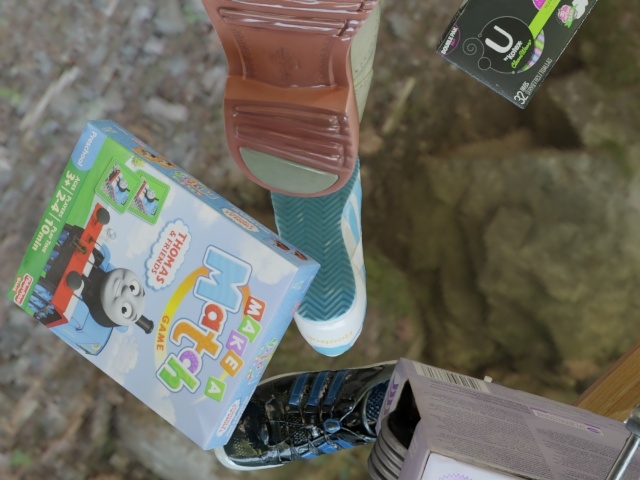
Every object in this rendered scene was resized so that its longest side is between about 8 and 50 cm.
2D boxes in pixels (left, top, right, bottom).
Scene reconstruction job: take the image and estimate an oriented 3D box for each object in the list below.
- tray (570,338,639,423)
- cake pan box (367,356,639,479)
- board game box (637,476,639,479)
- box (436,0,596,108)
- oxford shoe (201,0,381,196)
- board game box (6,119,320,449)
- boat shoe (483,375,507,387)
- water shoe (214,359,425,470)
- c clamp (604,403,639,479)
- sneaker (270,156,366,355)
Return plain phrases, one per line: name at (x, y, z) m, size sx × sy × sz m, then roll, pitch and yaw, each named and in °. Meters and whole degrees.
tray at (0.394, 0.084, 1.313) m, size 0.411 × 0.203 × 0.076 m, roll -51°, pitch -154°, yaw 32°
cake pan box at (0.167, 0.168, 1.117) m, size 0.246 × 0.267 × 0.070 m, roll -113°, pitch -139°, yaw -81°
board game box at (0.356, 0.090, 0.817) m, size 0.319 × 0.066 × 0.318 m, roll 37°, pitch 89°, yaw -26°
box at (0.113, -0.128, 0.931) m, size 0.083 × 0.062 × 0.052 m, roll -57°, pitch -177°, yaw 12°
oxford shoe at (-0.014, -0.212, 1.256) m, size 0.397 × 0.140 × 0.146 m, roll 98°, pitch 5°, yaw -51°
board game box at (-0.122, 0.030, 1.219) m, size 0.039 × 0.211 × 0.160 m, roll -6°, pitch 127°, yaw -63°
boat shoe at (0.197, 0.231, 1.759) m, size 0.227 × 0.069 × 0.081 m, roll 85°, pitch 26°, yaw -47°
water shoe at (0.011, 0.139, 1.344) m, size 0.203 × 0.073 × 0.080 m, roll -16°, pitch -177°, yaw -15°
c clamp at (0.186, 0.088, 0.592) m, size 0.022 × 0.161 × 0.137 m, roll -16°, pitch 128°, yaw -57°
sneaker at (0.000, 0.000, 1.552) m, size 0.092 × 0.087 × 0.228 m, roll 78°, pitch 10°, yaw -55°
